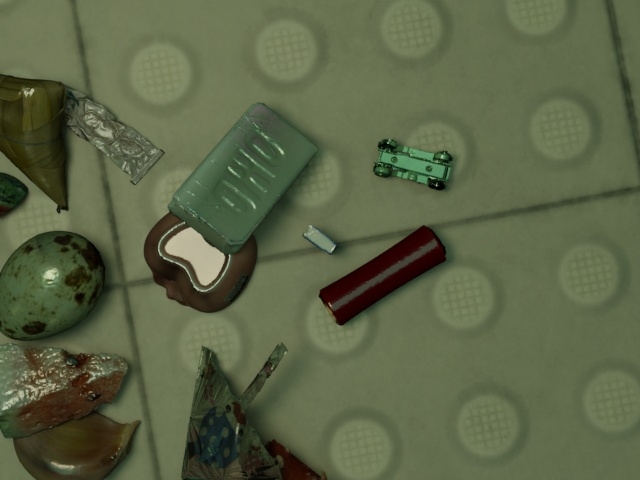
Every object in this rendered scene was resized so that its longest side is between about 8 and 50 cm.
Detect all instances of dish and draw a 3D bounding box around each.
[{"bbox_3d":[-0.221,0.028,1.534,0.213,0.090,0.213,0,88,-1],"label":"dish"}]

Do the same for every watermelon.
[{"bbox_3d":[-0.464,0.257,1.511,0.241,0.094,0.154,-7,61,-13],"label":"watermelon"},{"bbox_3d":[-0.588,-0.086,1.558,0.092,0.072,0.085,-14,74,-39],"label":"watermelon"}]

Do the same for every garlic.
[{"bbox_3d":[-0.483,0.361,1.523,0.266,0.148,0.129,26,124,-4],"label":"garlic"}]

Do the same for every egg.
[{"bbox_3d":[-0.484,0.085,1.493,0.231,0.169,0.169,-43,89,10],"label":"egg"}]

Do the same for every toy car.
[{"bbox_3d":[0.170,-0.139,1.564,0.143,0.054,0.073,13,90,1],"label":"toy car"}]

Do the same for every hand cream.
[{"bbox_3d":[-0.416,-0.213,1.564,0.257,0.050,0.084,39,85,-2],"label":"hand cream"}]

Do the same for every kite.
[{"bbox_3d":[-0.148,0.307,1.469,0.314,0.011,0.335,-52,50,13],"label":"kite"}]

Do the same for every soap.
[{"bbox_3d":[-0.137,-0.108,1.493,0.150,0.094,0.261,37,64,-1],"label":"soap"}]

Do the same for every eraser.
[{"bbox_3d":[0.000,0.000,1.541,0.063,0.085,0.027,36,90,1],"label":"eraser"}]

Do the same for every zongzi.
[{"bbox_3d":[-0.564,-0.186,1.551,0.228,0.115,0.256,14,126,22],"label":"zongzi"}]

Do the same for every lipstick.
[{"bbox_3d":[0.114,0.064,1.544,0.241,0.080,0.080,-33,89,-1],"label":"lipstick"}]

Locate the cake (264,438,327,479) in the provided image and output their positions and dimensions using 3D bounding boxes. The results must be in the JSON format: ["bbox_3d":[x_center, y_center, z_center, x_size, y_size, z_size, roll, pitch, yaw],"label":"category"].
[{"bbox_3d":[-0.109,0.495,1.474,0.151,0.177,0.283,41,89,-2],"label":"cake"}]

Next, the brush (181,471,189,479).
[{"bbox_3d":[-0.254,0.483,1.478,0.043,0.036,0.248,26,52,2],"label":"brush"}]
